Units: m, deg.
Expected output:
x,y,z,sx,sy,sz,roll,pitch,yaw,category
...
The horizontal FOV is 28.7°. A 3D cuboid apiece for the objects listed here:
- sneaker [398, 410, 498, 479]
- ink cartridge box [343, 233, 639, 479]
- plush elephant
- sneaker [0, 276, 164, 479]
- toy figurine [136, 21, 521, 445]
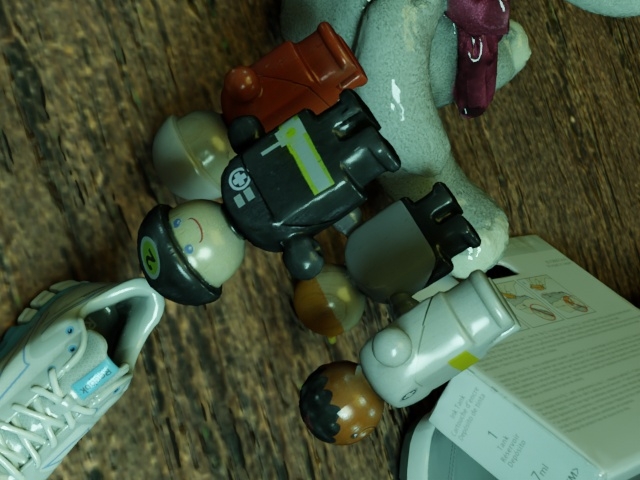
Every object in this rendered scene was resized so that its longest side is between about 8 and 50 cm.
x,y,z,sx,sy,sz,roll,pitch,yaw,category
0.165,0.242,0.823,0.124,0.178,0.296,-9,79,-49,sneaker
0.170,0.091,0.930,0.239,0.060,0.275,37,27,31,ink cartridge box
0.111,-0.195,0.880,0.330,0.255,0.272,44,41,-22,plush elephant
-0.143,0.081,0.637,0.071,0.083,0.191,50,46,-22,sneaker
0.000,0.000,0.739,0.209,0.148,0.213,52,11,-25,toy figurine
